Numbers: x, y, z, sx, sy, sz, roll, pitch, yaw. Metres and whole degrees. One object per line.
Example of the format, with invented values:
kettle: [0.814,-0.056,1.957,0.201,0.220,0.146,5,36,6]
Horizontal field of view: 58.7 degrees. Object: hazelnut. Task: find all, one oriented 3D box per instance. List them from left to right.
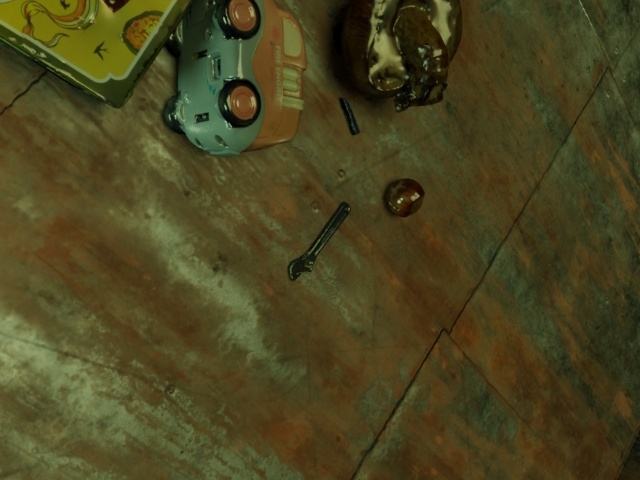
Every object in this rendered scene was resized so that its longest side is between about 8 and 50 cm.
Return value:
hazelnut: [0.189,-0.098,1.263,0.086,0.086,0.086,-3,95,-33]

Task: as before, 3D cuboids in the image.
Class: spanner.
spanner: [0.000,0.000,1.179,0.046,0.012,0.208,46,69,-26]

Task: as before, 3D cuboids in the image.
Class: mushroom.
mushroom: [0.163,-0.399,1.149,0.263,0.195,0.283,-10,82,-25]

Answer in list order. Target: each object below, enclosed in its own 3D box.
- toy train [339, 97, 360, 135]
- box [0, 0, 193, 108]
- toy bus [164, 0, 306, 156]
toy train: [0.062,-0.263,1.199,0.017,0.017,0.083,-33,111,-30]
box: [-0.355,-0.449,0.757,0.420,0.138,0.373,33,101,-31]
toy bus: [-0.125,-0.286,0.976,0.232,0.194,0.288,-2,94,-41]
